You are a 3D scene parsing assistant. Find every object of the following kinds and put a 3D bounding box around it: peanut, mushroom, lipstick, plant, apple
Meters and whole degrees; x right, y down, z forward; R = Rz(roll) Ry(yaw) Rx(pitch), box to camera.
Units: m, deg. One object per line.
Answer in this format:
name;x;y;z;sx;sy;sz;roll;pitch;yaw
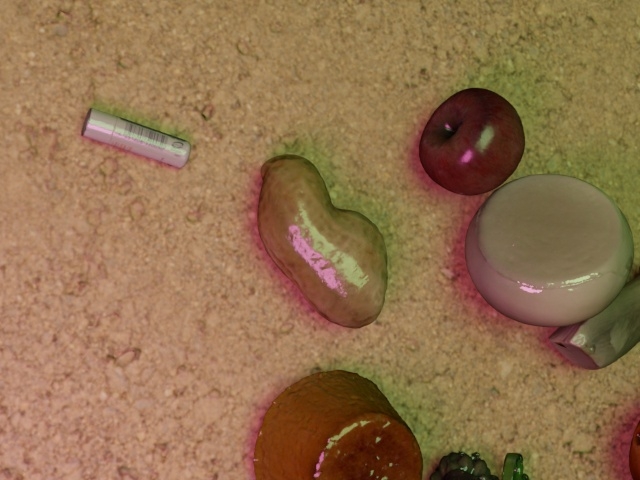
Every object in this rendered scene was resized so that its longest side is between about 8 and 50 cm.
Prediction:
peanut;0.000;0.000;1.800;0.137;0.122;0.253;-42;92;-22
mushroom;0.425;0.114;1.950;0.247;0.096;0.108;-28;121;-31
lipstick;-0.239;-0.133;1.773;0.141;0.040;0.040;18;75;-17
plant;0.190;0.343;1.805;0.094;0.143;0.092;21;112;-2
apple;0.212;-0.134;1.886;0.120;0.153;0.153;29;71;-33

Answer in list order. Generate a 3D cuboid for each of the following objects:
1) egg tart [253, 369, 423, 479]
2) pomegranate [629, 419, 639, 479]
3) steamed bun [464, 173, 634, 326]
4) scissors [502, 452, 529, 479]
egg tart;0.031;0.282;1.734;0.215;0.171;0.215;-3;98;-21
pomegranate;0.532;0.300;1.907;0.209;0.209;0.209;4;79;-20
steamed bun;0.315;0.027;1.883;0.231;0.145;0.232;-4;51;4
scissors;0.250;0.386;1.814;0.101;0.027;0.204;66;31;-42
